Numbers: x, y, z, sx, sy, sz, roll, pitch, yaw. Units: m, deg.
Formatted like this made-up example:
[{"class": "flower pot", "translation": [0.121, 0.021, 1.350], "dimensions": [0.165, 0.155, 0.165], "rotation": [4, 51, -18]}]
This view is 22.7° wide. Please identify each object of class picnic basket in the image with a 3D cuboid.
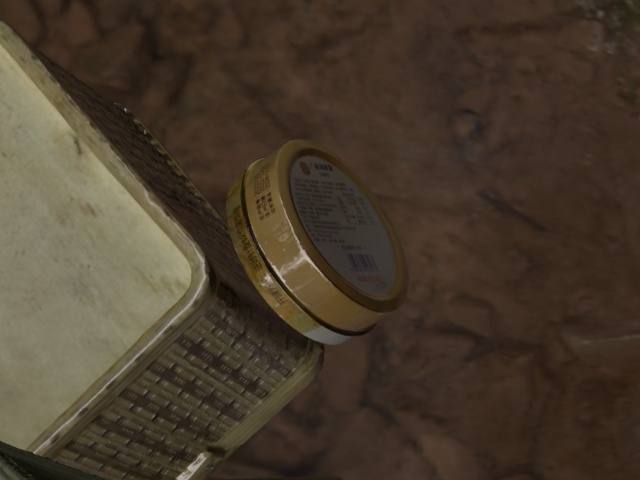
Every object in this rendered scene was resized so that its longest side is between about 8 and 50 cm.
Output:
[{"class": "picnic basket", "translation": [-0.188, 0.075, 0.869], "dimensions": [0.313, 0.175, 0.228], "rotation": [-44, 64, 3]}]

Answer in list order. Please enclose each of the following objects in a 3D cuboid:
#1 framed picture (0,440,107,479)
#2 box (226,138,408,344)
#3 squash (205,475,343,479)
[{"class": "framed picture", "translation": [0.012, 0.088, 0.366], "dimensions": [0.231, 0.173, 0.010], "rotation": [1, 69, 69]}, {"class": "box", "translation": [0.000, 0.000, 0.810], "dimensions": [0.037, 0.105, 0.106], "rotation": [-33, 72, 27]}, {"class": "squash", "translation": [-0.051, 0.262, 1.055], "dimensions": [0.133, 0.220, 0.220], "rotation": [-1, 86, -7]}]
